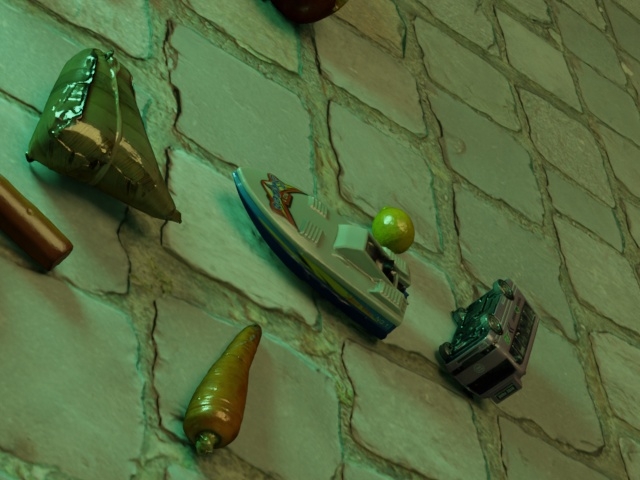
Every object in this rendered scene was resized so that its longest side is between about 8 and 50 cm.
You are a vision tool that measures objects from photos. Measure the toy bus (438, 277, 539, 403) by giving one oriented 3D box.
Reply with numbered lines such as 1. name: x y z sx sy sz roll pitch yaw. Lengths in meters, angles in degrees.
1. toy bus: 0.245 0.141 1.900 0.108 0.096 0.199 48 27 -8

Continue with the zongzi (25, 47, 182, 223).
1. zongzi: -0.235 -0.123 1.586 0.197 0.099 0.194 31 40 -23

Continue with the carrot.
1. carrot: -0.099 0.151 1.493 0.061 0.061 0.257 41 29 -12

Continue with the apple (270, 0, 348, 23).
1. apple: -0.021 -0.432 2.178 0.156 0.147 0.158 60 5 1

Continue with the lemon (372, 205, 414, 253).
1. lemon: 0.105 -0.016 1.934 0.062 0.062 0.083 17 42 -41

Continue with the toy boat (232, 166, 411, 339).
1. toy boat: 0.000 0.000 1.756 0.295 0.088 0.129 39 31 -15

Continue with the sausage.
1. sausage: -0.322 -0.024 1.425 0.131 0.041 0.039 44 52 -6
